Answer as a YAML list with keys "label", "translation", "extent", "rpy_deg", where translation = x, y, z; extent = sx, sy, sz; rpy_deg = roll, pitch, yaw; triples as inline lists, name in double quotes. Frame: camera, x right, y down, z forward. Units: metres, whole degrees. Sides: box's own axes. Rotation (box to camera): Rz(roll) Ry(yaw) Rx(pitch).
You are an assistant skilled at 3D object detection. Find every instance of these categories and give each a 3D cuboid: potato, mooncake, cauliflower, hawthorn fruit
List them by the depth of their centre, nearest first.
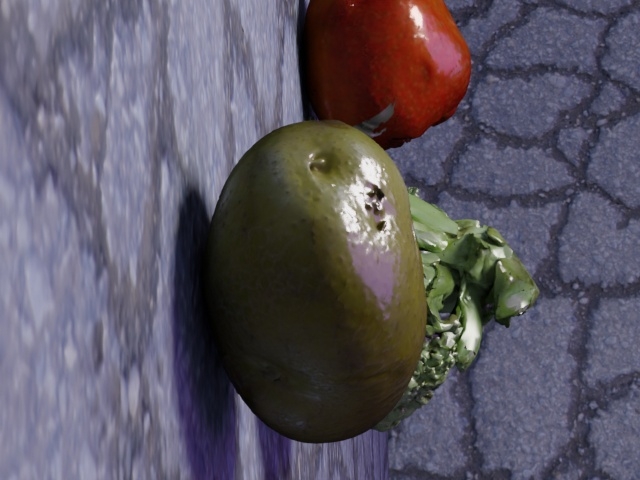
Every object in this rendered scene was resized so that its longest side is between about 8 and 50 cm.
- label: "potato"
  translation: [-0.001, 0.041, 0.876]
  extent: [0.174, 0.159, 0.251]
  rpy_deg: [-54, 157, -42]
- label: "cauliflower"
  translation: [0.076, 0.038, 1.189]
  extent: [0.272, 0.250, 0.275]
  rpy_deg: [77, 7, -72]
- label: "mooncake"
  translation: [0.038, 0.001, 1.563]
  extent: [0.150, 0.057, 0.346]
  rpy_deg: [-41, 139, -41]
- label: "hawthorn fruit"
  translation: [0.069, -0.256, 1.592]
  extent: [0.211, 0.211, 0.299]
  rpy_deg: [-84, 160, -58]

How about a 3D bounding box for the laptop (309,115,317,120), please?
- label: "laptop"
  translation: [0.000, 0.000, 1.634]
  extent: [0.269, 0.015, 0.187]
  rpy_deg: [82, 8, -48]
